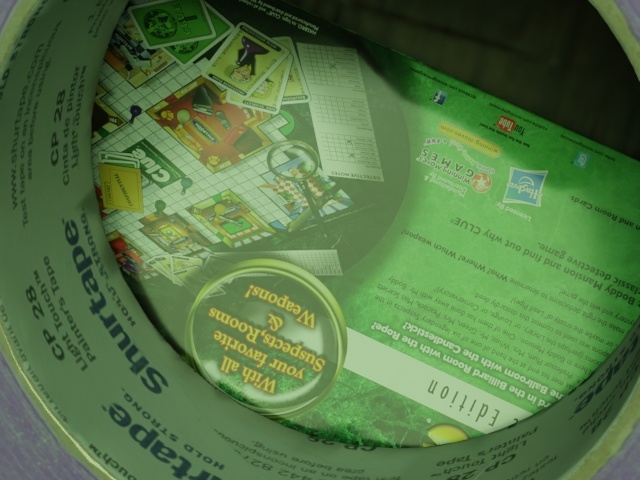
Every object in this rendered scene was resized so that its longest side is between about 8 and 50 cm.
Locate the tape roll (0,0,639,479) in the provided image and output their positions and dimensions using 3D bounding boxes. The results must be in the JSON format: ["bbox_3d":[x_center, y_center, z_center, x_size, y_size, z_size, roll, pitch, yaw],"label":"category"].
[{"bbox_3d":[0.007,-0.013,0.471,0.275,0.090,0.274,3,105,13],"label":"tape roll"}]

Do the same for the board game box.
[{"bbox_3d":[0.000,0.000,0.559,0.260,0.030,0.136,26,86,6],"label":"board game box"}]
